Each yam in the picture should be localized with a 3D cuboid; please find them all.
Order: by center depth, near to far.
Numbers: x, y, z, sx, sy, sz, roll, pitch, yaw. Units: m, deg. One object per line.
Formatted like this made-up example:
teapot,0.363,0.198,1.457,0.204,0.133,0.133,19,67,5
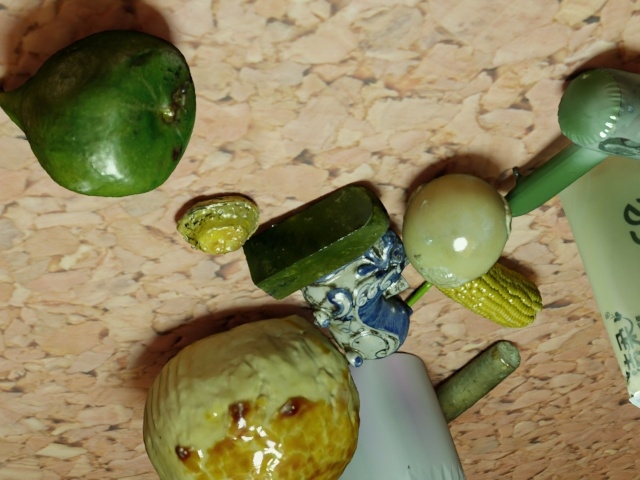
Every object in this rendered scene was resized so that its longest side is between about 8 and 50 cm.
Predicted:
yam,0.277,0.323,2.415,0.083,0.083,0.371,7,143,-31

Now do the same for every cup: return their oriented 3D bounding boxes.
cup,0.141,0.417,2.247,0.253,0.371,0.253,-16,147,-10

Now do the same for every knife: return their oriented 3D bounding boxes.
knife,0.147,0.122,2.086,0.022,0.026,0.184,-40,173,-48

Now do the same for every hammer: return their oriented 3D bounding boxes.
hammer,0.375,-0.125,1.698,0.207,0.118,0.335,9,150,-31

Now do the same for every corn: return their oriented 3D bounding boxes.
corn,0.287,0.082,1.998,0.101,0.101,0.310,-32,145,28

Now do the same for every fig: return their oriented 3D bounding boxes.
fig,-0.278,-0.155,1.372,0.235,0.203,0.203,14,163,31

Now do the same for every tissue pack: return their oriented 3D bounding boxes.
tissue pack,0.571,0.027,1.726,0.332,0.404,0.205,-28,143,23

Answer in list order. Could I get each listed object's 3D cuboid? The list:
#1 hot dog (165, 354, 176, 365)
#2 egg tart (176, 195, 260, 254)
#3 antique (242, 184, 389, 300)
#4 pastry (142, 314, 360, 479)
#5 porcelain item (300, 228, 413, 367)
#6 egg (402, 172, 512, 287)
hot dog,-0.247,0.228,2.091,0.058,0.035,0.083,5,142,-28
egg tart,-0.149,-0.015,1.718,0.130,0.052,0.130,-12,151,-7
antique,0.000,0.000,1.757,0.221,0.081,0.080,-27,150,15
pastry,-0.107,0.319,1.995,0.389,0.312,0.388,-21,157,-9
porcelain item,0.073,0.084,1.910,0.186,0.138,0.288,-34,143,0
egg,0.203,-0.015,1.750,0.164,0.164,0.201,-4,149,-15
